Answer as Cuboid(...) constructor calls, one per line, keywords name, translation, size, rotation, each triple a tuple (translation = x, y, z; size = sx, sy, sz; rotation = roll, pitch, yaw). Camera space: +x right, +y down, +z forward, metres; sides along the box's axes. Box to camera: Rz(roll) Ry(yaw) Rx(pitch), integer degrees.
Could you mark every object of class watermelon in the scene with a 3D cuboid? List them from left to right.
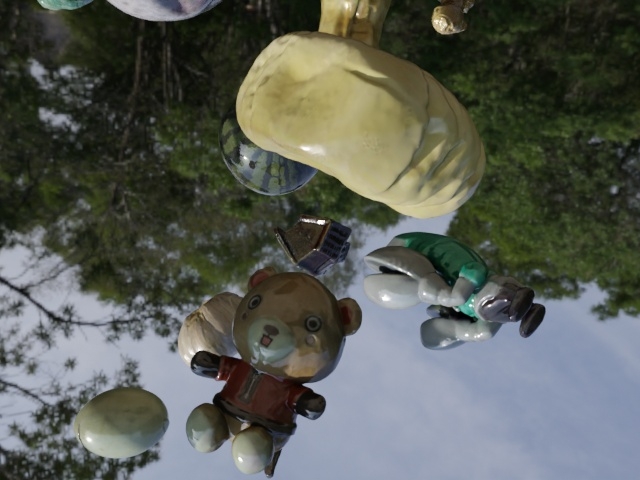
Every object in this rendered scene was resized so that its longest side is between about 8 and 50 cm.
Cuboid(name="watermelon", translation=(-0.089, -0.190, 1.302), size=(0.212, 0.212, 0.212), rotation=(4, -157, -2))

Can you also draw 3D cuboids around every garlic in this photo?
Cuboid(name="garlic", translation=(-0.253, 0.222, 1.715), size=(0.152, 0.228, 0.228), rotation=(47, -147, 5))

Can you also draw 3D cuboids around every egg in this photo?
Cuboid(name="egg", translation=(-0.538, 0.493, 1.874), size=(0.252, 0.187, 0.186), rotation=(-3, -156, -9))

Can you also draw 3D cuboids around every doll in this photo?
Cuboid(name="doll", translation=(-0.075, 0.212, 1.134), size=(0.234, 0.330, 0.174), rotation=(19, 169, 26))
Cuboid(name="doll", translation=(0.159, 0.063, 0.931), size=(0.153, 0.195, 0.258), rotation=(-47, -173, -13))

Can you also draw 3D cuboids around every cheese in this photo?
Cuboid(name="cheese", translation=(0.040, -0.105, 0.652), size=(0.213, 0.117, 0.226), rotation=(23, -175, -43))

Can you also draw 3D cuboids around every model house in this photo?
Cuboid(name="model house", translation=(0.004, 0.002, 1.608), size=(0.165, 0.152, 0.106), rotation=(27, -143, -51))

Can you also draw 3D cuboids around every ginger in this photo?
Cuboid(name="ginger", translation=(0.227, -0.460, 1.284), size=(0.058, 0.133, 0.214), rotation=(-28, -153, 42))

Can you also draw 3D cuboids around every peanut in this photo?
Cuboid(name="peanut", translation=(0.057, -0.405, 1.273), size=(0.146, 0.306, 0.147), rotation=(10, 180, 0))

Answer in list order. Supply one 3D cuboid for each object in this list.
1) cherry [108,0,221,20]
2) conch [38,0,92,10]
Cuboid(name="cherry", translation=(-0.235, -0.497, 1.085), size=(0.291, 0.327, 0.335), rotation=(8, 167, 19))
Cuboid(name="conch", translation=(-0.615, -0.631, 1.674), size=(0.188, 0.122, 0.176), rotation=(-10, -129, 9))
